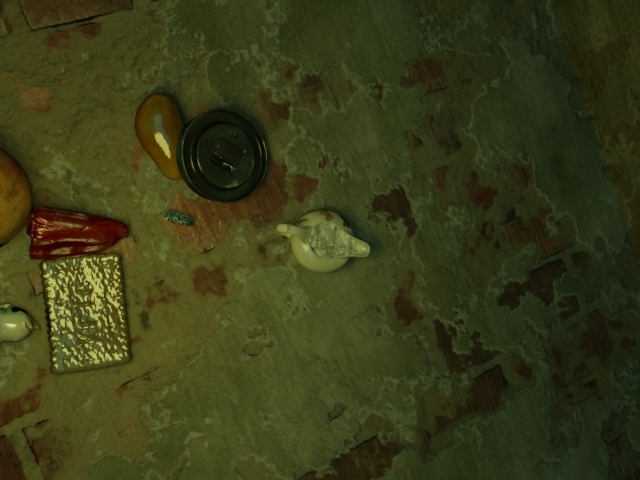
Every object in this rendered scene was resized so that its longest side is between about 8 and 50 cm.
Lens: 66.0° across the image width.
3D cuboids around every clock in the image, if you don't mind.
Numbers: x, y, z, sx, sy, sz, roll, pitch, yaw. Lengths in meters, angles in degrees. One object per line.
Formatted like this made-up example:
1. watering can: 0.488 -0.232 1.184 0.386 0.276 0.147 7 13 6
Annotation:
1. clock: -0.290 -0.249 1.461 0.281 0.055 0.280 -3 95 -38

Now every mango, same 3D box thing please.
1. mango: -0.457 -0.299 1.431 0.139 0.113 0.253 -17 100 -24

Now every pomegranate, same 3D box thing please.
1. pomegranate: -0.884 -0.105 1.202 0.322 0.322 0.321 1 88 -17

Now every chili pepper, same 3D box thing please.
1. chili pepper: -0.660 -0.011 1.348 0.253 0.136 0.144 7 87 -33

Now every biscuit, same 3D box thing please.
1. biscuit: -0.656 0.202 1.383 0.217 0.044 0.324 -7 90 -17

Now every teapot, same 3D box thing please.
1. teapot: 0.000 0.000 1.548 0.298 0.139 0.204 10 88 -17

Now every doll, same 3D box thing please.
1. doll: -0.850 0.228 1.289 0.181 0.110 0.106 -17 94 -20

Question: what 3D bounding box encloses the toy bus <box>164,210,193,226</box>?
1. toy bus: -0.422 -0.065 1.470 0.083 0.037 0.031 17 84 -15
